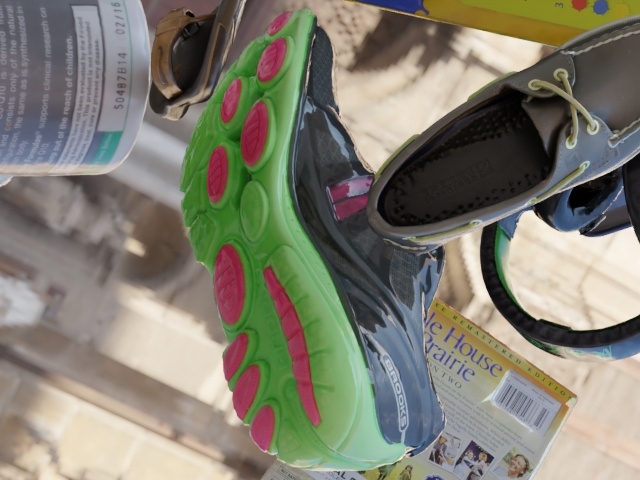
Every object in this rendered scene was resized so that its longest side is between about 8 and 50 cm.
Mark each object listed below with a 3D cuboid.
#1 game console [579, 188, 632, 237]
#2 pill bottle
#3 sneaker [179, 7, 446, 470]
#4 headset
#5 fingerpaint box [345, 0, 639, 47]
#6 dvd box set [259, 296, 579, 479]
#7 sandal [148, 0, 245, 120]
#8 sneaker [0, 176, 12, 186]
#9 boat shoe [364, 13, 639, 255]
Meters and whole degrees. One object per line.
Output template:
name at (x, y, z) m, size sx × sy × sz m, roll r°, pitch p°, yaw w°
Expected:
game console at (0.408, -0.152, 1.993) m, size 0.293 × 0.173 × 0.250 m, roll -108°, pitch -150°, yaw -66°
pill bottle at (-0.351, -0.156, 1.397) m, size 0.204 × 0.361 × 0.204 m, roll 7°, pitch -82°, yaw 58°
sneaker at (0.000, 0.000, 1.464) m, size 0.185 × 0.202 × 0.483 m, roll -36°, pitch -129°, yaw 38°
headset at (0.327, -0.053, 1.670) m, size 0.243 × 0.185 × 0.394 m, roll 16°, pitch -104°, yaw 33°
fingerpaint box at (0.245, -0.421, 1.579) m, size 0.163 × 0.371 × 0.445 m, roll -25°, pitch 128°, yaw -74°
dvd box set at (0.129, 0.283, 2.127) m, size 0.420 × 0.307 × 0.062 m, roll -54°, pitch 176°, yaw -34°
sandal at (-0.114, -0.159, 1.306) m, size 0.219 × 0.060 × 0.090 m, roll -22°, pitch -129°, yaw 67°
sneaker at (-0.333, -0.153, 1.668) m, size 0.299 × 0.121 × 0.112 m, roll -42°, pitch 166°, yaw -21°
boat shoe at (0.171, -0.084, 1.251) m, size 0.305 × 0.109 × 0.091 m, roll -30°, pitch 177°, yaw 9°
